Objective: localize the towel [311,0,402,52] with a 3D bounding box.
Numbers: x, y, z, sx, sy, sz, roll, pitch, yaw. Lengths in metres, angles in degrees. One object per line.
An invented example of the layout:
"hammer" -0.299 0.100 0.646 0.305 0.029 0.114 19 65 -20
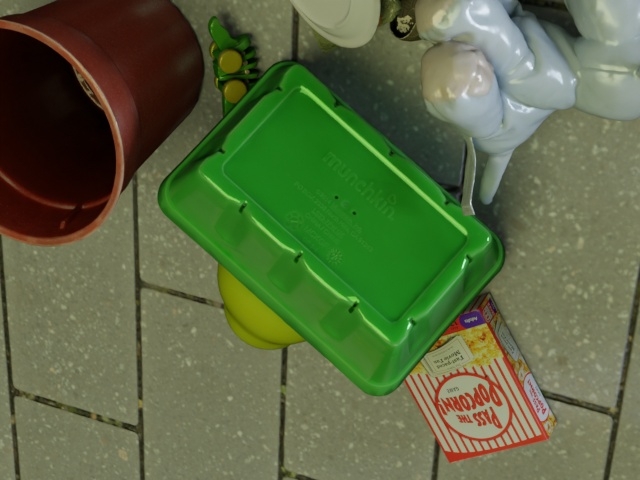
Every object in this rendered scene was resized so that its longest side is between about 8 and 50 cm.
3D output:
"towel" 0.026 -0.277 1.626 0.148 0.027 0.110 -18 96 54

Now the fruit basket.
"fruit basket" 0.000 0.000 1.727 0.392 0.283 0.392 41 171 8

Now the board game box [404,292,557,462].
"board game box" 0.185 0.173 1.817 0.147 0.045 0.193 -21 106 33

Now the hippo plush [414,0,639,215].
"hippo plush" 0.237 -0.181 1.478 0.236 0.234 0.294 -7 96 18

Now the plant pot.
"plant pot" -0.285 -0.171 1.722 0.272 0.265 0.272 11 120 20

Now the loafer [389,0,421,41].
"loafer" 0.106 -0.282 1.601 0.056 0.050 0.148 14 122 19

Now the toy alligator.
"toy alligator" -0.097 -0.182 1.759 0.051 0.056 0.190 -14 116 -12

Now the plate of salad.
"plate of salad" 0.006 -0.302 1.570 0.200 0.048 0.200 43 152 30
